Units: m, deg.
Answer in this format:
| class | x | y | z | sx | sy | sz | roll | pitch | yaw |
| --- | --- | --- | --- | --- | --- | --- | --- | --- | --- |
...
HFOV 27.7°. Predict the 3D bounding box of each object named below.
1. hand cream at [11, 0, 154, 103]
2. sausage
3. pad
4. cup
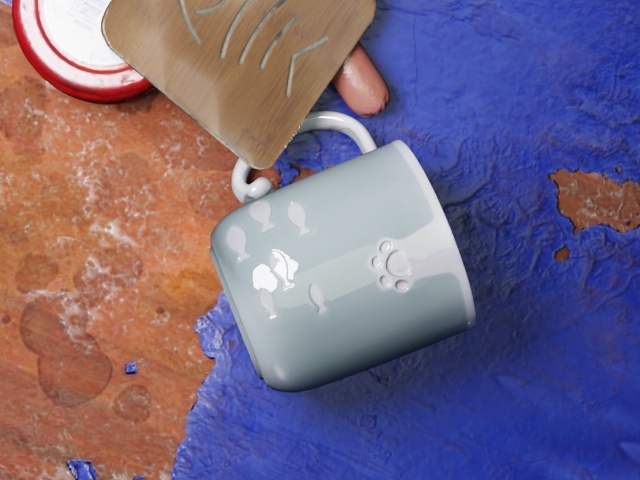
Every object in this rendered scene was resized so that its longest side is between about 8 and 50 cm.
| class | x | y | z | sx | sy | sz | roll | pitch | yaw |
| --- | --- | --- | --- | --- | --- | --- | --- | --- | --- |
| hand cream | -0.268 | -0.280 | 1.616 | 0.230 | 0.149 | 0.230 | 0 | 92 | -5 |
| sausage | 0.034 | -0.230 | 1.697 | 0.062 | 0.062 | 0.154 | -35 | 97 | -3 |
| pad | -0.093 | -0.275 | 1.586 | 0.284 | 0.018 | 0.286 | 40 | 74 | -25 |
| cup | 0.000 | 0.000 | 1.637 | 0.274 | 0.259 | 0.357 | -22 | 65 | -5 |
